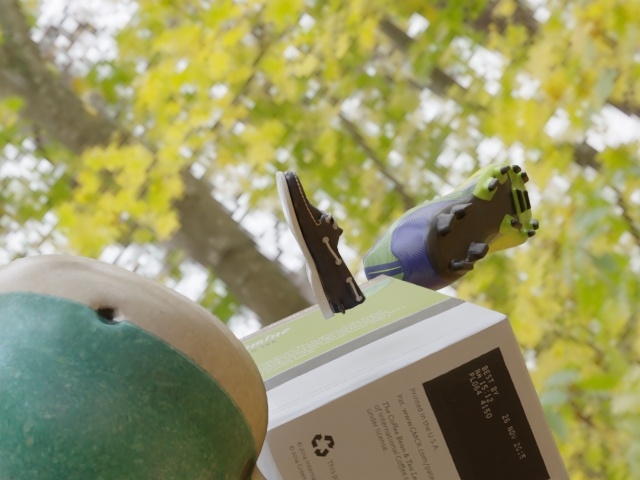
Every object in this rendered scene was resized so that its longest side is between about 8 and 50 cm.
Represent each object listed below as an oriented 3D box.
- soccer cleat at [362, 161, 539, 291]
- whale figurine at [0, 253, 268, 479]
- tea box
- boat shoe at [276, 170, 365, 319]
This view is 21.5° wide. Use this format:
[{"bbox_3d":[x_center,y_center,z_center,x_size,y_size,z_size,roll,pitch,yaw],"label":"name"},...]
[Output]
[{"bbox_3d":[0.136,-0.014,1.732,0.121,0.093,0.289,-16,6,30],"label":"soccer cleat"},{"bbox_3d":[-0.130,0.132,0.899,0.272,0.216,0.141,107,-173,-50],"label":"whale figurine"},{"bbox_3d":[0.065,0.230,1.421,0.220,0.329,0.323,-24,9,-11],"label":"tea box"},{"bbox_3d":[0.000,0.000,1.270,0.038,0.125,0.046,-21,19,-1],"label":"boat shoe"}]
